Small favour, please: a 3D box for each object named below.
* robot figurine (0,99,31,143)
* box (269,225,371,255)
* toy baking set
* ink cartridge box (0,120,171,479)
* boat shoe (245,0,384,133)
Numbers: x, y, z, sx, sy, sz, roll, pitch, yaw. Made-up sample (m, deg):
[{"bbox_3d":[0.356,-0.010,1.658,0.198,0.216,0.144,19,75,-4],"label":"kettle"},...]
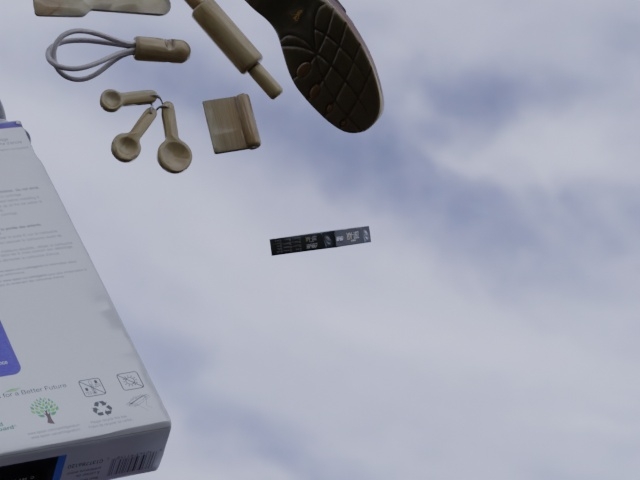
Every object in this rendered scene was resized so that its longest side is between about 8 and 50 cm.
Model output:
[{"bbox_3d":[-0.451,-0.116,2.014,0.278,0.209,0.173,19,-28,23],"label":"robot figurine"},{"bbox_3d":[0.000,0.000,1.923,0.083,0.018,0.067,-8,1,33],"label":"box"},{"bbox_3d":[-0.163,-0.180,1.865,0.256,0.197,0.030,53,-29,7],"label":"toy baking set"},{"bbox_3d":[-0.249,0.046,1.397,0.165,0.332,0.065,-8,-41,-27],"label":"ink cartridge box"},{"bbox_3d":[-0.002,-0.164,1.449,0.064,0.178,0.060,-37,-7,23],"label":"boat shoe"}]
